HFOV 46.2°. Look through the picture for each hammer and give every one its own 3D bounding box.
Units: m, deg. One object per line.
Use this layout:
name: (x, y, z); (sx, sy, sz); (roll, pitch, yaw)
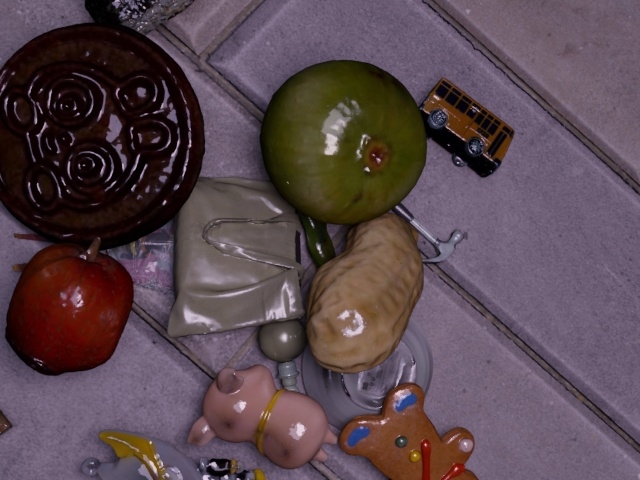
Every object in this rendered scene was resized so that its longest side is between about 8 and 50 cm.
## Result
hammer: (0.167, -0.048, 1.509); (0.246, 0.029, 0.103); (40, 75, -1)

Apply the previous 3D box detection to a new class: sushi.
sushi: (-0.331, -0.471, 1.429); (0.126, 0.136, 0.225); (46, 71, -8)

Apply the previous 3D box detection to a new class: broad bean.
broad bean: (-0.001, 0.000, 1.459); (0.060, 0.043, 0.297); (-14, 84, -34)

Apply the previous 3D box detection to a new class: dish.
dish: (0.100, 0.241, 1.406); (0.260, 0.085, 0.260); (1, 86, -12)

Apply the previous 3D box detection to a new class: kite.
kite: (-0.382, 0.008, 1.398); (0.360, 0.022, 0.204); (0, 79, -12)

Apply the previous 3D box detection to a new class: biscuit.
biscuit: (-0.406, -0.185, 1.323); (0.407, 0.091, 0.407); (0, 88, 4)
biscuit: (0.195, 0.414, 1.383); (0.205, 0.049, 0.324); (-37, 108, -4)

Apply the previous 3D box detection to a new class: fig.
fig: (0.025, -0.186, 1.365); (0.316, 0.316, 0.316); (2, 80, -10)

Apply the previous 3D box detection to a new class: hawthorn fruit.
hawthorn fruit: (-0.419, 0.098, 1.265); (0.215, 0.215, 0.250); (17, 111, -7)

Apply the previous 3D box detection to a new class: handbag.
handbag: (-0.154, 0.019, 1.373); (0.253, 0.109, 0.316); (1, 63, -13)

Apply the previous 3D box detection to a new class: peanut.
peanut: (0.083, 0.083, 1.348); (0.387, 0.192, 0.169); (-57, 134, -47)

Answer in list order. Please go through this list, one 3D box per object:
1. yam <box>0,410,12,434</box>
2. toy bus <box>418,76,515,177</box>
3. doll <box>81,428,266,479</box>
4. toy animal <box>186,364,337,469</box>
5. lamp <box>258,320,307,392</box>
yam: (-0.633, 0.234, 1.300); (0.046, 0.046, 0.264); (-39, 91, -14)
toy bus: (0.291, -0.228, 1.526); (0.201, 0.098, 0.114); (36, 77, -2)
doll: (-0.258, 0.424, 1.315); (0.316, 0.145, 0.103); (12, 45, -14)
toy animal: (-0.091, 0.320, 1.333); (0.248, 0.149, 0.165); (23, 95, -7)
lamp: (-0.065, 0.223, 1.396); (0.091, 0.091, 0.163); (-9, 96, -12)
